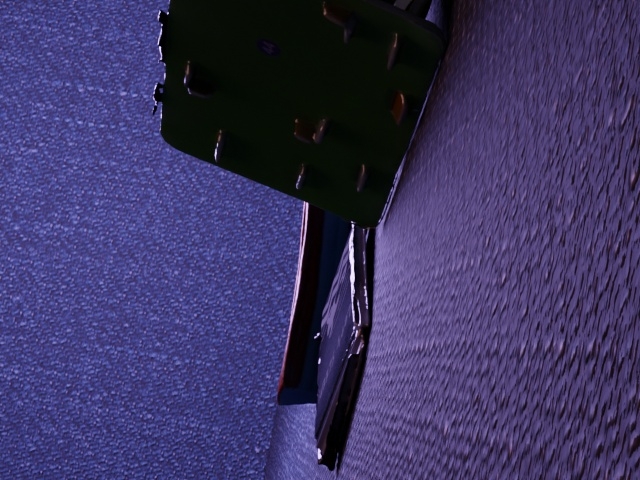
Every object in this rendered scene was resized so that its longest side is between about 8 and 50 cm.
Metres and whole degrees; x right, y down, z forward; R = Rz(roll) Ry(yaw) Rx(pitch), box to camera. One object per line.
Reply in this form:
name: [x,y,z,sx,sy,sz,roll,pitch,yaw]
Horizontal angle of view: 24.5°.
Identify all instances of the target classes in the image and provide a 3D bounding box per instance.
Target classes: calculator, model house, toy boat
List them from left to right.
toy boat: [0.000,0.000,1.719,0.136,0.079,0.392,102,177,-68]
calculator: [0.024,0.086,1.453,0.274,0.028,0.165,-88,12,-61]
model house: [0.025,-0.229,1.341,0.357,0.243,0.312,103,-167,-61]

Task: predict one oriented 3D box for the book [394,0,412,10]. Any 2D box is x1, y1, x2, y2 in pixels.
book: [0.107,-0.371,1.503,0.202,0.027,0.264,-82,4,-56]
